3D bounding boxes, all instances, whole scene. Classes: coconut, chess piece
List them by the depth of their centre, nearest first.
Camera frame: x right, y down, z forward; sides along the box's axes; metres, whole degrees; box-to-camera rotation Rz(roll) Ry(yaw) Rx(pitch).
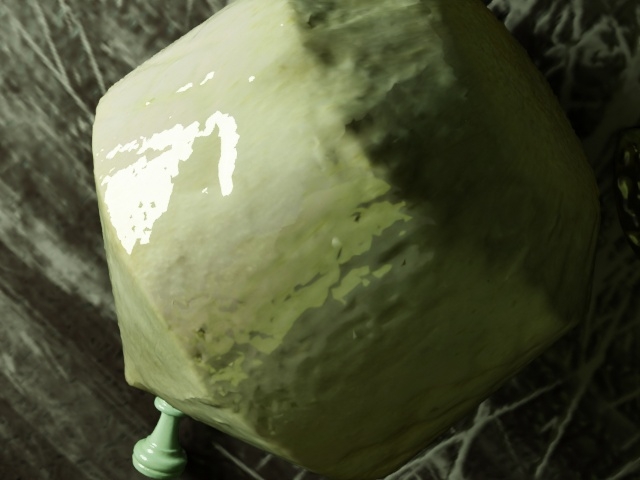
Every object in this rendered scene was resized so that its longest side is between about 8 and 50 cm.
[{"bbox_3d":[0.000,0.000,0.914,0.328,0.329,0.329,5,114,12],"label":"coconut"},{"bbox_3d":[-0.112,0.131,1.125,0.042,0.042,0.093,19,111,5],"label":"chess piece"}]

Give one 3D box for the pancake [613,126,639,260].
[{"bbox_3d":[0.284,-0.031,0.969,0.190,0.020,0.184,33,117,-3],"label":"pancake"}]
